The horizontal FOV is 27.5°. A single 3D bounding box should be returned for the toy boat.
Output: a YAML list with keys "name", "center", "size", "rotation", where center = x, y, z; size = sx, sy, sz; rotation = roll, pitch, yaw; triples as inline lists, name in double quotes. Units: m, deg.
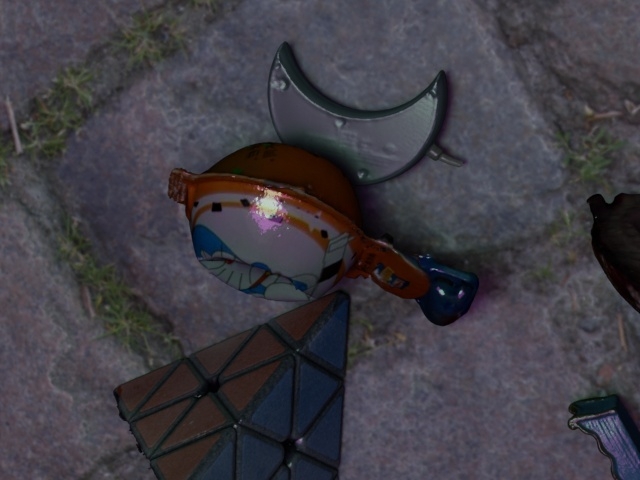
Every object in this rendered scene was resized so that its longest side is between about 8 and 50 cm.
- name: "toy boat"
  center: [0.306, 0.248, 1.332]
  size: [0.077, 0.075, 0.185]
  rotation: [-29, 97, 17]

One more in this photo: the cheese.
- name: "cheese"
  center: [0.000, 0.000, 1.324]
  size: [0.329, 0.217, 0.129]
  rotation: [22, 70, -5]

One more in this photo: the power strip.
- name: "power strip"
  center: [0.046, -0.122, 1.343]
  size: [0.216, 0.044, 0.137]
  rotation: [14, 106, 13]

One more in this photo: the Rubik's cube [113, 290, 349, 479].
- name: "Rubik's cube"
  center: [-0.086, 0.206, 1.400]
  size: [0.233, 0.228, 0.229]
  rotation: [-1, 59, -19]

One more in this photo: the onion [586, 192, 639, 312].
- name: "onion"
  center: [0.392, 0.048, 1.175]
  size: [0.314, 0.280, 0.146]
  rotation: [4, 117, 16]
